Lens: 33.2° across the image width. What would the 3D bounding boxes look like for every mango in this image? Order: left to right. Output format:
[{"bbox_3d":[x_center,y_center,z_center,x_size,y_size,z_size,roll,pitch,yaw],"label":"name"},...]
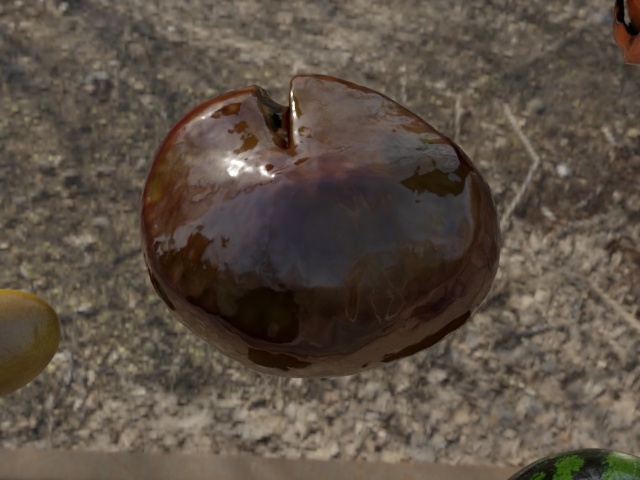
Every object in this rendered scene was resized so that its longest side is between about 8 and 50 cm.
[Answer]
[{"bbox_3d":[-0.430,0.137,1.361,0.099,0.136,0.227,-5,7,37],"label":"mango"}]

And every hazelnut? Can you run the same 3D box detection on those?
[{"bbox_3d":[0.000,0.000,0.615,0.204,0.178,0.178,0,41,7],"label":"hazelnut"}]

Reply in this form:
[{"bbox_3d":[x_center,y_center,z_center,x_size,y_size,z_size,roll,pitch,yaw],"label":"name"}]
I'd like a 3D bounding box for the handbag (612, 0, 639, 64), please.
[{"bbox_3d":[0.297,-0.266,0.587,0.116,0.410,0.303,42,81,-4],"label":"handbag"}]

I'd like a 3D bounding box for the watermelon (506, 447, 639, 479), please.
[{"bbox_3d":[0.255,0.320,0.973,0.269,0.269,0.269,4,41,-3],"label":"watermelon"}]
